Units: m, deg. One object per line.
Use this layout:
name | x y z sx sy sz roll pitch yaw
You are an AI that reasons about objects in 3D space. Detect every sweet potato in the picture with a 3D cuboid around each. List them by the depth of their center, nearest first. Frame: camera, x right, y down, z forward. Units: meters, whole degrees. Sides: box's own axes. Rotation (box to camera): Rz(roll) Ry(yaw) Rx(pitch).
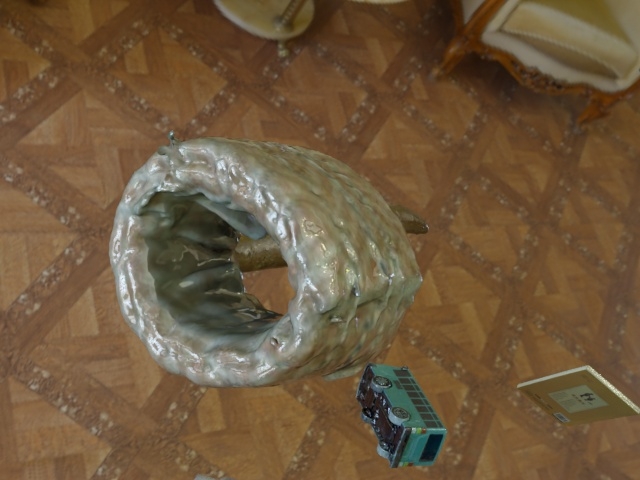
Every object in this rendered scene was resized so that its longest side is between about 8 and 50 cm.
sweet potato | 0.000 0.000 0.821 0.274 0.067 0.067 -12 68 -25

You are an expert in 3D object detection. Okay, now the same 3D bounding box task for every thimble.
thimble | -0.053 0.021 0.615 0.229 0.196 0.148 39 25 30

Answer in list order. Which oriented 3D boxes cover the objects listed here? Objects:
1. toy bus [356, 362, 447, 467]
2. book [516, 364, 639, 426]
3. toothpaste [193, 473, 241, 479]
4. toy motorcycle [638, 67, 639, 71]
toy bus | 0.119 0.260 1.142 0.091 0.079 0.160 6 25 -22
book | 0.420 0.260 1.246 0.118 0.172 0.012 39 59 -8
toothpaste | -0.171 0.615 1.781 0.282 0.068 0.099 17 65 15
toy motorcycle | 0.361 -0.121 0.672 0.239 0.204 0.108 -22 118 -29
